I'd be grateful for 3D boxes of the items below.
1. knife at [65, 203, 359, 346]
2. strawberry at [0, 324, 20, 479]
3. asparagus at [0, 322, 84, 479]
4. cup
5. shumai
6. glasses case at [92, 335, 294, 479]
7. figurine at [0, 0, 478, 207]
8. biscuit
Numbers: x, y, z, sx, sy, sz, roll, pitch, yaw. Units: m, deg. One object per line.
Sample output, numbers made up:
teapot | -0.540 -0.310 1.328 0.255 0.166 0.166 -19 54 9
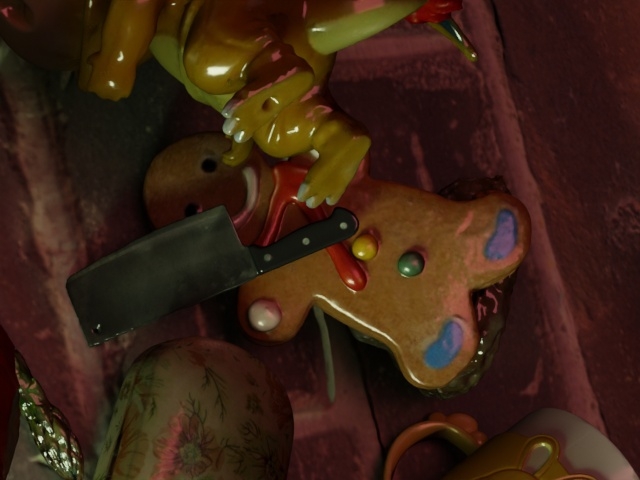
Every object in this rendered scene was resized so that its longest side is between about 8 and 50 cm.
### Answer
knife | -0.090 0.011 1.595 0.245 0.019 0.072 -22 85 0
strawberry | -0.374 0.132 1.273 0.345 0.295 0.317 36 72 -40
asparagus | -0.232 0.123 1.539 0.030 0.036 0.165 -33 92 -50
cup | 0.139 0.251 1.666 0.226 0.185 0.241 -28 56 -30
shumai | 0.082 0.028 1.714 0.176 0.166 0.205 15 59 -1
glasses case | -0.124 0.278 1.516 0.156 0.098 0.425 31 60 -33
figurine | -0.089 -0.212 1.566 0.387 0.268 0.401 43 19 31
biscuit | 0.000 -0.001 1.628 0.324 0.049 0.205 24 81 9
